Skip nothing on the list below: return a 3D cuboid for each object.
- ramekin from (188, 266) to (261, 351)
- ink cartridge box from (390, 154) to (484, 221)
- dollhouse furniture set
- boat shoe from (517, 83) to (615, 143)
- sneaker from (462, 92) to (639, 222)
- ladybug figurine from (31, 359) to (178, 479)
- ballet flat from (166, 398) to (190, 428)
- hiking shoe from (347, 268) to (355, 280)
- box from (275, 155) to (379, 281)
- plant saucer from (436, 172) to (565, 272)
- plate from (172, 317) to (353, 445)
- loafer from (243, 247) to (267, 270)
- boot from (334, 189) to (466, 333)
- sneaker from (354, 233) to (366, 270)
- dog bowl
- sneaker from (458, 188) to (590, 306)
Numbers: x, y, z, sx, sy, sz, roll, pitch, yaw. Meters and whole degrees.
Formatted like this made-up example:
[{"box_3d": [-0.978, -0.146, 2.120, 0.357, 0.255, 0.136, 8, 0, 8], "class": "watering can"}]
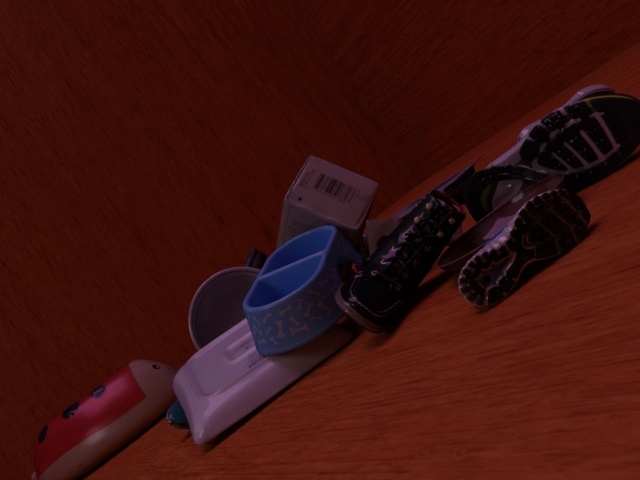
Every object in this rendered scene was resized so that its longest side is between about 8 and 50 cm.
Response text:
[{"box_3d": [-0.156, 0.163, 1.434, 0.207, 0.207, 0.109, -36, -8, -15], "class": "ramekin"}, {"box_3d": [0.285, -0.090, 1.846, 0.165, 0.065, 0.332, -37, 0, -42], "class": "ink cartridge box"}, {"box_3d": [0.152, 0.033, 1.234, 0.160, 0.101, 0.182, -4, -15, -4], "class": "dollhouse furniture set"}, {"box_3d": [0.486, -0.221, 1.386, 0.219, 0.078, 0.070, -33, 36, -6], "class": "boat shoe"}, {"box_3d": [0.331, -0.123, 1.018, 0.121, 0.111, 0.300, -33, 1, -37], "class": "sneaker"}, {"box_3d": [-0.560, 0.463, 1.877, 0.449, 0.162, 0.305, -37, 2, -17], "class": "ladybug figurine"}, {"box_3d": [-0.226, 0.308, 1.334, 0.070, 0.070, 0.188, -35, 0, 29], "class": "ballet flat"}, {"box_3d": [-0.027, 0.111, 1.635, 0.226, 0.114, 0.086, -35, 2, 21], "class": "hiking shoe"}, {"box_3d": [0.000, 0.000, 1.394, 0.311, 0.147, 0.121, 106, -171, -55], "class": "box"}, {"box_3d": [0.239, -0.014, 0.934, 0.198, 0.036, 0.198, -38, 2, 2], "class": "plant saucer"}, {"box_3d": [-0.112, 0.183, 1.160, 0.277, 0.045, 0.278, -33, 17, -12], "class": "plate"}, {"box_3d": [-0.156, 0.152, 1.634, 0.109, 0.095, 0.303, 116, 171, -48], "class": "loafer"}, {"box_3d": [0.113, 0.021, 0.989, 0.179, 0.085, 0.236, -55, -9, 18], "class": "boot"}, {"box_3d": [0.135, 0.025, 1.568, 0.125, 0.104, 0.262, -16, 1, -5], "class": "sneaker"}, {"box_3d": [-0.030, 0.066, 1.153, 0.165, 0.074, 0.297, -23, 17, 20], "class": "dog bowl"}, {"box_3d": [0.204, 0.004, 0.753, 0.162, 0.063, 0.073, -36, -2, -2], "class": "sneaker"}]
